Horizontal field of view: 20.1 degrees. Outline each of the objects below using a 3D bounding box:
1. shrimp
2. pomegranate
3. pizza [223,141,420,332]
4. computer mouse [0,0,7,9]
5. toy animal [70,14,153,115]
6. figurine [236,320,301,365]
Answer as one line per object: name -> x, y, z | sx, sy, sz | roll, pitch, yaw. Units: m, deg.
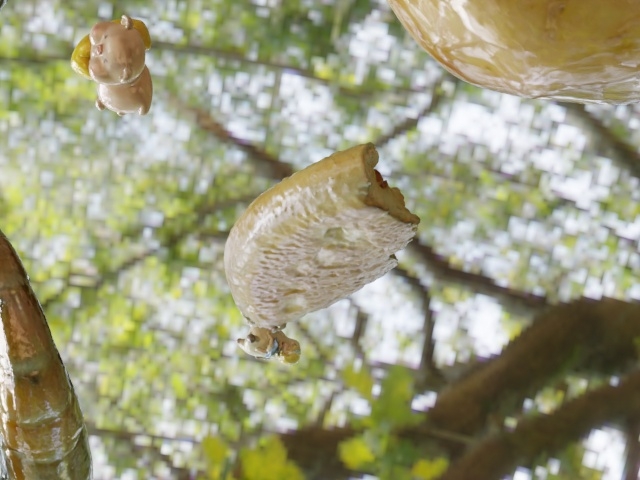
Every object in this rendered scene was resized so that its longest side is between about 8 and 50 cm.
shrimp -> -0.178, 0.082, 1.054 | 0.051, 0.262, 0.198 | -17, -142, -15
pomegranate -> 0.225, -0.307, 1.419 | 0.411, 0.411, 0.411 | 8, -151, -4
pizza -> 0.000, 0.000, 1.823 | 0.182, 0.365, 0.074 | -3, -114, -16
computer mouse -> -0.263, -0.189, 1.168 | 0.096, 0.233, 0.137 | 3, -132, -46
toy animal -> -0.232, -0.194, 2.016 | 0.091, 0.114, 0.082 | -3, -173, -8
figurine -> -0.056, 0.127, 2.136 | 0.083, 0.047, 0.050 | 21, -171, -20
